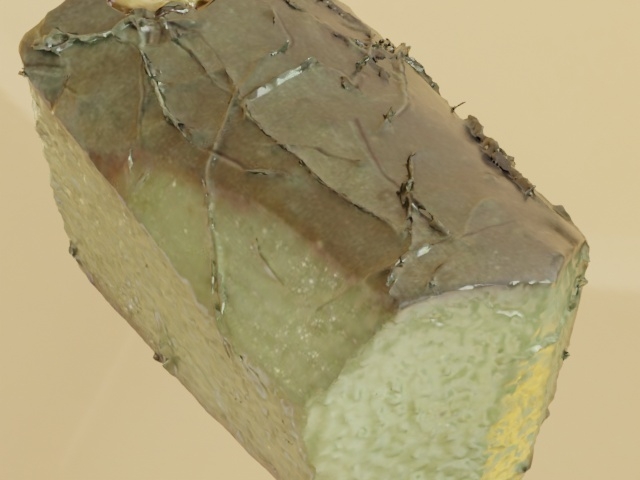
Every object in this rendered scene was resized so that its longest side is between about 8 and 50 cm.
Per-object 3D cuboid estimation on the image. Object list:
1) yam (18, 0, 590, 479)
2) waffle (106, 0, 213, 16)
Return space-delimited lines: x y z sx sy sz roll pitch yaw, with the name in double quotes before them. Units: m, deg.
"yam" 0.004 0.000 0.972 0.271 0.201 0.202 52 -20 38
"waffle" 0.004 -0.096 0.397 0.023 0.153 0.097 16 -13 16
